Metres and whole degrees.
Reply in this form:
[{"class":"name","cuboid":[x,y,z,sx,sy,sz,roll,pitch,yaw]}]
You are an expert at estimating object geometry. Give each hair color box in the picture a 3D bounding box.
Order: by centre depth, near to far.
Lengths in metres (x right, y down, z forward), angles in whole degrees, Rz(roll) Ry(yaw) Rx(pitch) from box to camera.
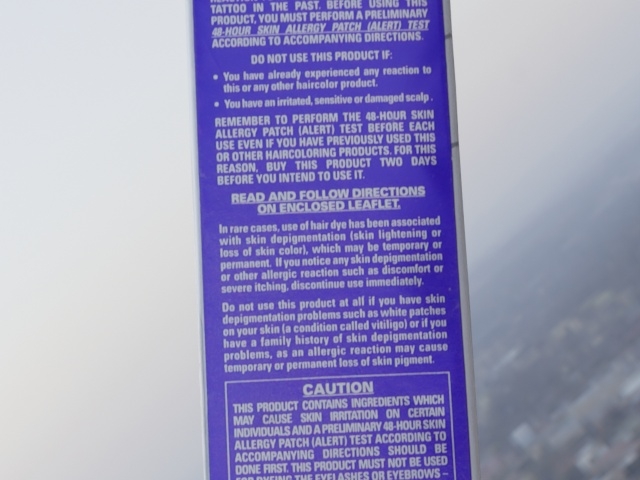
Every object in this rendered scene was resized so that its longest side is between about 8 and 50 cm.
[{"class":"hair color box","cuboid":[0.000,0.000,0.755,0.110,0.339,0.185,-1,-11,-2]}]
